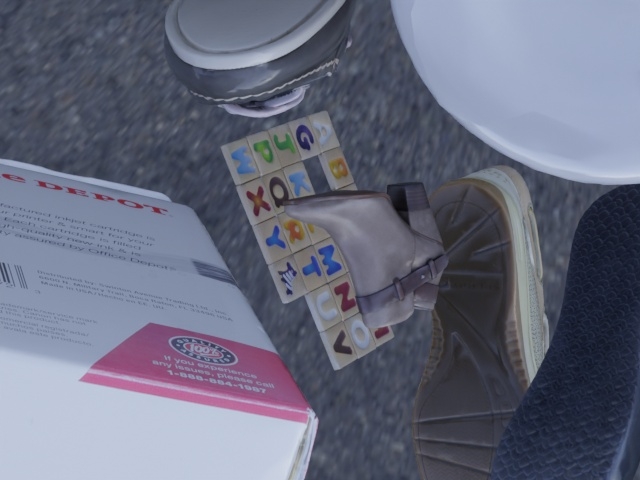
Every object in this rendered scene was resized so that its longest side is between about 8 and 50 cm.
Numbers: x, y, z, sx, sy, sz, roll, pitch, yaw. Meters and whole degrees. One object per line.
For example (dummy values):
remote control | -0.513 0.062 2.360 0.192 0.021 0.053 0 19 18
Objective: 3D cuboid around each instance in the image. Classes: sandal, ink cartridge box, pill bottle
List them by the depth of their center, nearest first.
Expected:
ink cartridge box | -0.143 0.057 0.939 0.207 0.283 0.117 12 106 -19
pill bottle | 0.196 -0.198 1.079 0.224 0.392 0.224 8 115 17
sandal | 0.175 0.082 1.155 0.097 0.254 0.054 -7 142 48

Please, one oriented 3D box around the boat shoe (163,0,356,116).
boat shoe | -0.029 -0.128 1.195 0.112 0.335 0.095 -7 112 4

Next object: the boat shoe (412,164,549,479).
boat shoe | 0.138 0.091 1.550 0.109 0.098 0.302 4 105 28

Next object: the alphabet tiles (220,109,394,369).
alphabet tiles | 0.000 0.000 1.863 0.009 0.198 0.237 -21 92 32

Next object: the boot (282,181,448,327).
boot | 0.030 0.011 1.191 0.118 0.042 0.087 -7 98 -33
